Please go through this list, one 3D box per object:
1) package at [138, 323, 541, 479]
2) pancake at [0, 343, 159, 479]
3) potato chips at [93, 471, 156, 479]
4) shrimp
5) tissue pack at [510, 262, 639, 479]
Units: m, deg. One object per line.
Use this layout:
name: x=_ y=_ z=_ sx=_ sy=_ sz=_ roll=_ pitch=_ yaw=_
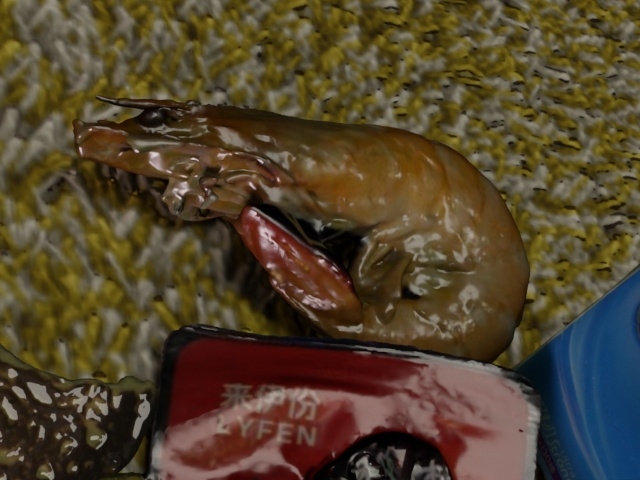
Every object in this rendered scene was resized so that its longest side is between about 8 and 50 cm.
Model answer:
package: x=0.009 y=0.164 z=0.608 sx=0.194 sy=0.071 sz=0.269 roll=15 pitch=48 yaw=-15
pancake: x=-0.161 y=0.036 z=0.588 sx=0.184 sy=0.020 sz=0.190 roll=-10 pitch=79 yaw=-39
potato chips: x=-0.072 y=0.193 z=0.526 sx=0.142 sy=0.026 sz=0.209 roll=9 pitch=59 yaw=3
shrimp: x=0.000 y=0.000 z=0.729 sx=0.287 sy=0.063 sz=0.152 roll=10 pitch=65 yaw=-31
tissue pack: x=0.234 y=0.138 z=0.687 sx=0.146 sy=0.198 sz=0.263 roll=-6 pitch=62 yaw=-34
